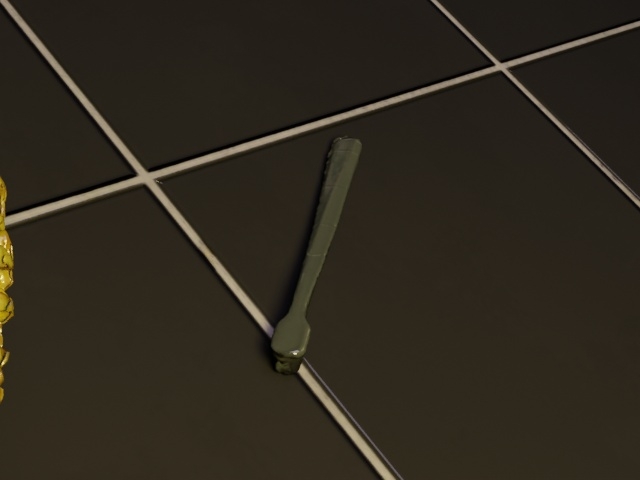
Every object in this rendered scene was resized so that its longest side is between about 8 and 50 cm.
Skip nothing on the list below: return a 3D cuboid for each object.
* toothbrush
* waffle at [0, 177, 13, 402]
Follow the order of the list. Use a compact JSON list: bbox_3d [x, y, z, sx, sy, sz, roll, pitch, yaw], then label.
[{"bbox_3d":[0.000,0.000,0.978,0.030,0.031,0.297,10,41,5],"label":"toothbrush"},{"bbox_3d":[-0.233,0.034,0.693,0.070,0.193,0.197,7,48,-27],"label":"waffle"}]
